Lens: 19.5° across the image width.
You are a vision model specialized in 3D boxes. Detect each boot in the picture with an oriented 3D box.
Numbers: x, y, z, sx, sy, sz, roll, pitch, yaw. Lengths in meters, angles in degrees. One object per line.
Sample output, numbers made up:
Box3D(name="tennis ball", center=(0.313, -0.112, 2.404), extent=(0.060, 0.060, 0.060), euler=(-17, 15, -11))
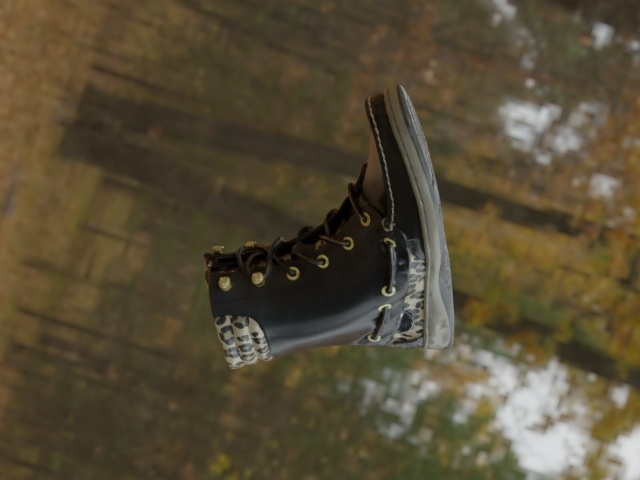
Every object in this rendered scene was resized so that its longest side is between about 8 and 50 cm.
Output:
Box3D(name="boot", center=(0.000, 0.002, 1.340), extent=(0.085, 0.178, 0.236), euler=(-97, 177, -47))
